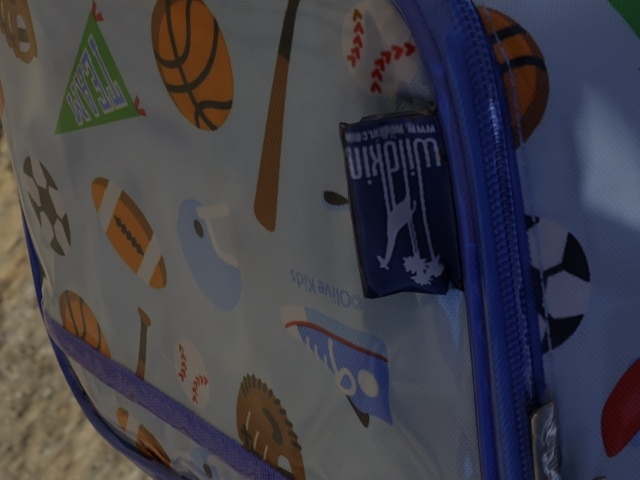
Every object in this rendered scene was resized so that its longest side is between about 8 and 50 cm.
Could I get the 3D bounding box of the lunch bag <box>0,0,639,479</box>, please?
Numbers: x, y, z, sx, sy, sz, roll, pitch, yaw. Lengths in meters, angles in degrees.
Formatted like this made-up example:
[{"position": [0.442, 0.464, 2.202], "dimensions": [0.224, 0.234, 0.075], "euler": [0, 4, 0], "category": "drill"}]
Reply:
[{"position": [0.000, 0.000, 0.495], "dimensions": [0.115, 0.303, 0.243], "euler": [-19, 115, -28], "category": "lunch bag"}]
